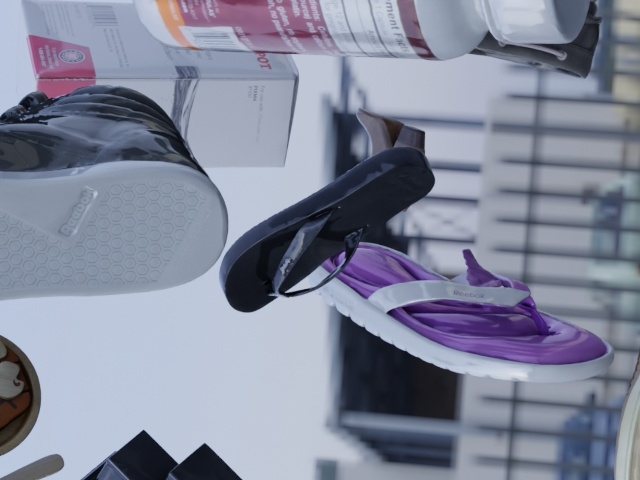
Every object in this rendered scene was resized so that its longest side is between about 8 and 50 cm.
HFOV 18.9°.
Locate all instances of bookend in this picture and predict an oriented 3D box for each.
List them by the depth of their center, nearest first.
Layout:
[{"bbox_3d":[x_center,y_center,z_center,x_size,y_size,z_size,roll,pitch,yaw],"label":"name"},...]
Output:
[{"bbox_3d":[-0.166,0.264,2.056,0.072,0.156,0.157,-39,-11,-41],"label":"bookend"}]

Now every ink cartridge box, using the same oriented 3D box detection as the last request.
[{"bbox_3d":[-0.184,-0.172,2.115,0.207,0.283,0.117,-113,27,-57],"label":"ink cartridge box"}]

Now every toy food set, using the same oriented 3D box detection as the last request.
[{"bbox_3d":[-0.303,0.130,1.654,0.192,0.132,0.038,61,151,13],"label":"toy food set"}]

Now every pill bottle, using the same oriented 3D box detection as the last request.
[{"bbox_3d":[0.039,-0.278,1.743,0.224,0.392,0.224,4,-90,-70],"label":"pill bottle"}]

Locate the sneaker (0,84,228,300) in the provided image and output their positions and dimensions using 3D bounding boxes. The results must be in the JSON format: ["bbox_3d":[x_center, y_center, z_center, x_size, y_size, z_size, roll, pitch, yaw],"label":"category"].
[{"bbox_3d":[-0.206,-0.031,1.128,0.147,0.295,0.105,-109,21,-68],"label":"sneaker"}]

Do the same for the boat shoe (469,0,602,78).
[{"bbox_3d":[0.122,-0.216,1.984,0.112,0.335,0.096,-57,-32,-85],"label":"boat shoe"}]

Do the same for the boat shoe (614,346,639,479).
[{"bbox_3d":[0.361,0.152,1.885,0.109,0.098,0.302,-7,-72,-62],"label":"boat shoe"}]

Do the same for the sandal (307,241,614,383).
[{"bbox_3d":[0.140,0.060,2.167,0.169,0.416,0.102,-22,-59,-44],"label":"sandal"}]

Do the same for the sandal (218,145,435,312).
[{"bbox_3d":[0.000,0.000,1.822,0.097,0.254,0.054,19,-136,-46],"label":"sandal"}]

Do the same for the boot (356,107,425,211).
[{"bbox_3d":[0.064,-0.081,1.953,0.118,0.042,0.087,29,106,53],"label":"boot"}]
